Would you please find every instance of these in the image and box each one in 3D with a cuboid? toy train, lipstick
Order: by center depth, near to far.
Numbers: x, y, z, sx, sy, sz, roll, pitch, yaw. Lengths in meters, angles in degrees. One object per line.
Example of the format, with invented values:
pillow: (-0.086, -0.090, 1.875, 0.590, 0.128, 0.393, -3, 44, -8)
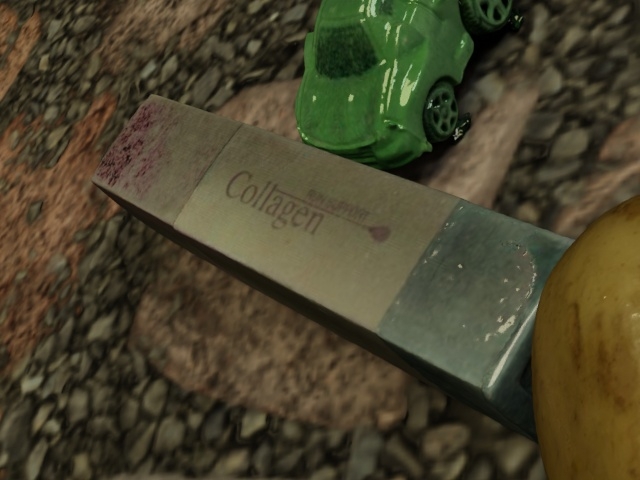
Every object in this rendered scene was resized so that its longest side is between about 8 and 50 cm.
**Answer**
lipstick: (0.000, 0.000, 0.526, 0.317, 0.068, 0.066, 24, 79, 51)
toy train: (0.034, -0.110, 0.570, 0.099, 0.081, 0.149, 5, 63, 44)

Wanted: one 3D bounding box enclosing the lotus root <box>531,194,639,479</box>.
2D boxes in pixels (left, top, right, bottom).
lotus root: (0.126, 0.044, 0.335, 0.125, 0.118, 0.221, -3, 49, 4)
